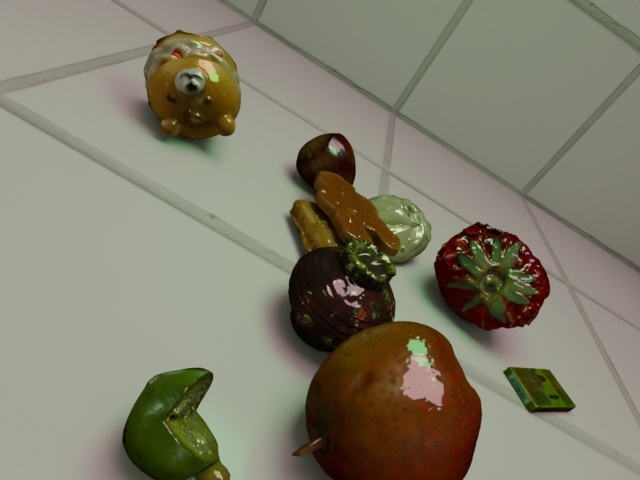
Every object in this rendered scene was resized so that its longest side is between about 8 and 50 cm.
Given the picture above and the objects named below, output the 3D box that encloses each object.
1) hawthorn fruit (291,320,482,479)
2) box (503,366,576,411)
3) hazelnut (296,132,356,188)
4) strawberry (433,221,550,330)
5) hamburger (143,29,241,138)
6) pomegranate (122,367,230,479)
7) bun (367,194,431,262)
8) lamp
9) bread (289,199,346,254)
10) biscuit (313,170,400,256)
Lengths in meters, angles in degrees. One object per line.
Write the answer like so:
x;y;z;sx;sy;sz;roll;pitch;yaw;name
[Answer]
0.088;0.271;0.717;0.298;0.277;0.277;-12;50;-23;hawthorn fruit
0.599;0.406;1.241;0.193;0.030;0.121;14;36;-32;box
0.028;-0.233;1.442;0.208;0.208;0.208;25;31;-16;hazelnut
0.485;0.111;1.365;0.317;0.295;0.345;20;-4;7;strawberry
-0.347;-0.400;1.249;0.276;0.276;0.237;14;48;-32;hamburger
-0.192;0.256;0.597;0.122;0.143;0.169;-11;89;-10;pomegranate
0.230;-0.056;1.410;0.259;0.160;0.259;23;30;-14;bun
0.048;0.111;0.930;0.247;0.247;0.247;25;31;-16;lamp
0.001;-0.001;1.185;0.139;0.077;0.271;12;37;-34;bread
0.083;-0.077;1.253;0.202;0.047;0.334;5;40;-38;biscuit
